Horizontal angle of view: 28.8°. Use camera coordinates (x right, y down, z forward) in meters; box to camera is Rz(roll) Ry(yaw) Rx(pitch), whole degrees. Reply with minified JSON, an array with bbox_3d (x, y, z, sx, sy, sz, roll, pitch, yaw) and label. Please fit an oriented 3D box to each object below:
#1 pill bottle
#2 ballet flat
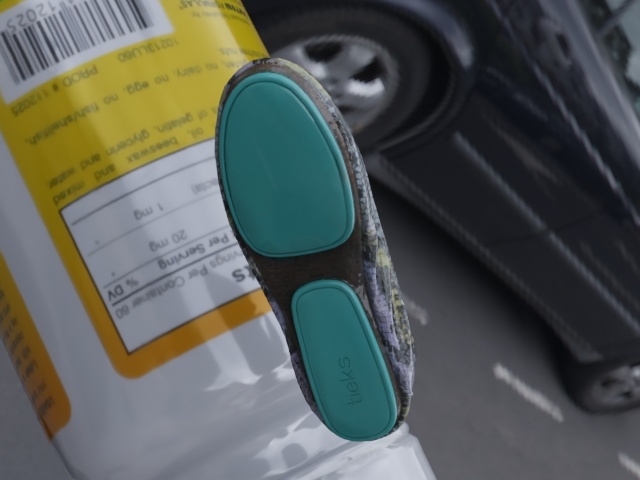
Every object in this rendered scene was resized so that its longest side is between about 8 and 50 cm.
[{"bbox_3d":[-0.053,0.011,0.464,0.245,0.136,0.136,63,23,10],"label":"pill bottle"},{"bbox_3d":[0.000,0.000,0.340,0.041,0.041,0.114,-66,144,-59],"label":"ballet flat"}]
